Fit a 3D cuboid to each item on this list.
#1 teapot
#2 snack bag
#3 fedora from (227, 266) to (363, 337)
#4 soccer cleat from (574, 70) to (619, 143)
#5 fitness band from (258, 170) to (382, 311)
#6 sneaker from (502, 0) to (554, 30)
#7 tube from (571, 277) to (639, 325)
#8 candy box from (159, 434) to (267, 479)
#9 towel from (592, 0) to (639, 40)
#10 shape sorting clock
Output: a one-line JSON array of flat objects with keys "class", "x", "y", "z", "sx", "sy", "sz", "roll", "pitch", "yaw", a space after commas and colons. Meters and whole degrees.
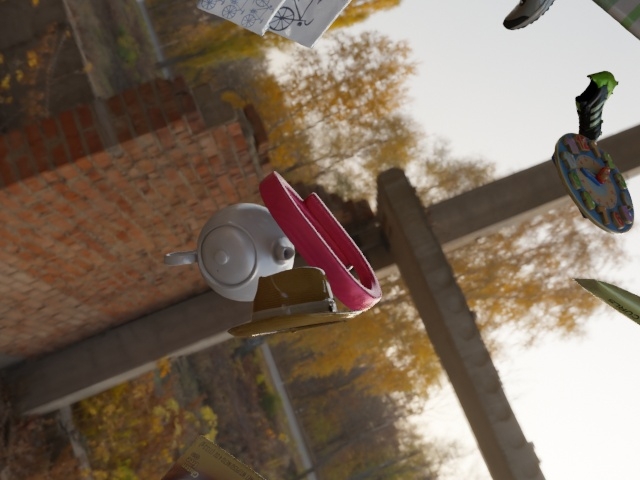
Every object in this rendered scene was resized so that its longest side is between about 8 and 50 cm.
[{"class": "teapot", "x": -0.198, "y": 0.031, "z": 1.651, "sx": 0.252, "sy": 0.256, "sz": 0.187, "roll": 43, "pitch": 18, "yaw": 12}, {"class": "snack bag", "x": -0.043, "y": -0.554, "z": 1.485, "sx": 0.342, "sy": 0.323, "sz": 0.037, "roll": 11, "pitch": 45, "yaw": -45}, {"class": "fedora", "x": -0.038, "y": 0.082, "z": 0.956, "sx": 0.194, "sy": 0.194, "sz": 0.079, "roll": 97, "pitch": -17, "yaw": -81}, {"class": "soccer cleat", "x": 0.559, "y": -0.269, "z": 1.480, "sx": 0.060, "sy": 0.072, "sz": 0.179, "roll": -116, "pitch": -155, "yaw": -52}, {"class": "fitness band", "x": 0.000, "y": 0.000, "z": 1.237, "sx": 0.291, "sy": 0.054, "sz": 0.209, "roll": 51, "pitch": 13, "yaw": -1}, {"class": "sneaker", "x": 0.534, "y": -0.625, "z": 1.705, "sx": 0.108, "sy": 0.271, "sz": 0.100, "roll": 33, "pitch": 33, "yaw": -16}, {"class": "tube", "x": 0.647, "y": 0.136, "z": 1.489, "sx": 0.070, "sy": 0.240, "sz": 0.062, "roll": -54, "pitch": -169, "yaw": 42}, {"class": "candy box", "x": -0.067, "y": 0.373, "z": 0.755, "sx": 0.316, "sy": 0.183, "sz": 0.088, "roll": 27, "pitch": -38, "yaw": 24}, {"class": "towel", "x": 0.525, "y": -0.293, "z": 0.876, "sx": 0.325, "sy": 0.248, "sz": 0.038, "roll": 46, "pitch": -7, "yaw": 12}, {"class": "shape sorting clock", "x": 0.492, "y": -0.105, "z": 1.264, "sx": 0.040, "sy": 0.206, "sz": 0.206, "roll": -43, "pitch": -118, "yaw": 43}]
